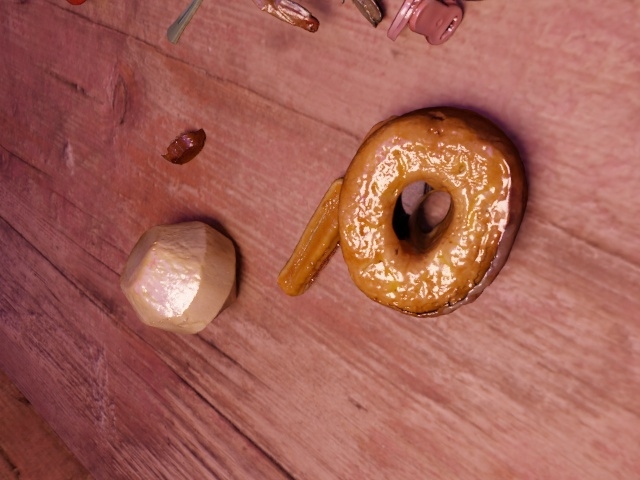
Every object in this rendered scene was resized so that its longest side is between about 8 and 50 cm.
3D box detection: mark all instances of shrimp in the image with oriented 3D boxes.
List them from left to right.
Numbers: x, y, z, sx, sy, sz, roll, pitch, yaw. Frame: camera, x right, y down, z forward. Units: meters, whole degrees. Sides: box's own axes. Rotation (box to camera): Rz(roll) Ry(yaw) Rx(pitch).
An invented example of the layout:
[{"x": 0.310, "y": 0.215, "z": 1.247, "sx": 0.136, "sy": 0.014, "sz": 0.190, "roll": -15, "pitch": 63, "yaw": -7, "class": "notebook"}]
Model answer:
[{"x": -0.019, "y": -0.416, "z": 0.690, "sx": 0.253, "sy": 0.058, "sz": 0.173, "roll": 43, "pitch": 83, "yaw": -4, "class": "shrimp"}]

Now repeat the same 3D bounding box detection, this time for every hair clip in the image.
[{"x": 0.135, "y": -0.346, "z": 0.624, "sx": 0.102, "sy": 0.138, "sz": 0.123, "roll": 48, "pitch": 130, "yaw": 21, "class": "hair clip"}]

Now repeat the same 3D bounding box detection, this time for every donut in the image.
[{"x": 0.163, "y": -0.043, "z": 0.659, "sx": 0.299, "sy": 0.150, "sz": 0.317, "roll": -17, "pitch": 98, "yaw": 23, "class": "donut"}]

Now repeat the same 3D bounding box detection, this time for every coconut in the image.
[{"x": -0.305, "y": 0.088, "z": 0.980, "sx": 0.259, "sy": 0.259, "sz": 0.259, "roll": 9, "pitch": 107, "yaw": 32, "class": "coconut"}]

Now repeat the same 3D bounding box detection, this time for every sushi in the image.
[{"x": -0.326, "y": -0.221, "z": 1.014, "sx": 0.120, "sy": 0.052, "sz": 0.055, "roll": -32, "pitch": 83, "yaw": 35, "class": "sushi"}]

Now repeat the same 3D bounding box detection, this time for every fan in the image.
[{"x": -0.285, "y": -0.508, "z": 0.936, "sx": 0.193, "sy": 0.016, "sz": 0.038, "roll": -31, "pitch": 82, "yaw": 36, "class": "fan"}]

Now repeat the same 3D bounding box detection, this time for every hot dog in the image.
[{"x": -0.003, "y": -0.001, "z": 0.848, "sx": 0.088, "sy": 0.061, "sz": 0.286, "roll": 47, "pitch": 121, "yaw": 16, "class": "hot dog"}]

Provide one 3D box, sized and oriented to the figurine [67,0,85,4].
[{"x": -0.626, "y": -0.687, "z": 1.030, "sx": 0.173, "sy": 0.173, "sz": 0.173, "roll": 9, "pitch": 107, "yaw": 32, "class": "figurine"}]
